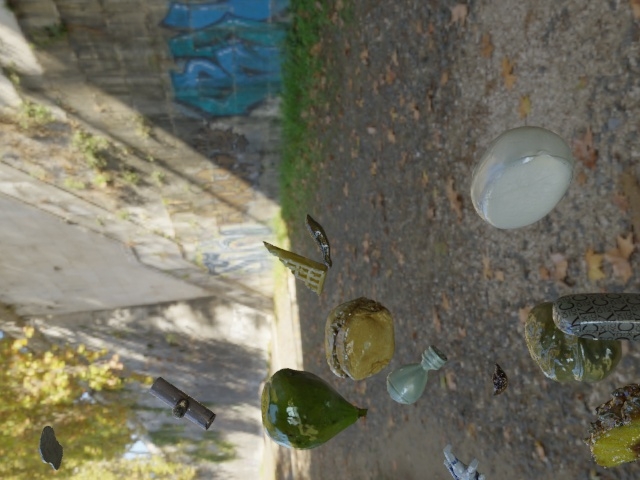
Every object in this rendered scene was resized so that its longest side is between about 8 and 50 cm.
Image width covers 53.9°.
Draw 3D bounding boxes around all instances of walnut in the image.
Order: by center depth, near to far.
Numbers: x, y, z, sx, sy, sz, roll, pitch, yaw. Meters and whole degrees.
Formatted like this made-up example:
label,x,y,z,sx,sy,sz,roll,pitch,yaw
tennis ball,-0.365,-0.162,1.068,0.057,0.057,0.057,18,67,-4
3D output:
label,x,y,z,sx,sy,sz,roll,pitch,yaw
walnut,0.822,0.326,2.055,0.282,0.253,0.276,-17,71,37

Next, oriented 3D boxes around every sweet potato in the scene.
label,x,y,z,sx,sy,sz,roll,pitch,yaw
sweet potato,0.002,0.000,1.613,0.041,0.038,0.153,156,90,-80

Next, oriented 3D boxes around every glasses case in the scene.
label,x,y,z,sx,sy,sz,roll,pitch,yaw
glasses case,0.775,0.191,1.595,0.137,0.355,0.085,-70,-21,-61

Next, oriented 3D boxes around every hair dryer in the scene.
label,x,y,z,sx,sy,sz,roll,pitch,yaw
hair dryer,-0.389,0.434,1.664,0.053,0.195,0.220,-58,-10,-7

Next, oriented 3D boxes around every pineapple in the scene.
label,x,y,z,sx,sy,sz,roll,pitch,yaw
pineapple,0.672,0.354,1.336,0.334,0.161,0.158,-53,13,53

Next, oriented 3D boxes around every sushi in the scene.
label,x,y,z,sx,sy,sz,roll,pitch,yaw
sushi,0.562,0.437,1.979,0.047,0.050,0.099,32,-128,-50

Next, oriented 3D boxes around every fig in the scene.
label,x,y,z,sx,sy,sz,roll,pitch,yaw
fig,-0.028,0.501,1.810,0.233,0.314,0.233,25,-90,-88

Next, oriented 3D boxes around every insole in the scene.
label,x,y,z,sx,sy,sz,roll,pitch,yaw
insole,-0.559,0.433,1.309,0.193,0.006,0.065,105,170,-56

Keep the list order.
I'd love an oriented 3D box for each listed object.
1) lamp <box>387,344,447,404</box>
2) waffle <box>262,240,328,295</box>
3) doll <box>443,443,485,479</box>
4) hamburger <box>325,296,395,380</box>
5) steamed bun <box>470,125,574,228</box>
label,x,y,z,sx,sy,sz,roll,pitch,yaw
lamp,0.266,0.376,1.765,0.193,0.106,0.106,-48,21,12
waffle,-0.076,0.077,1.715,0.125,0.191,0.032,100,-166,-52
doll,0.380,0.606,1.633,0.057,0.114,0.227,-51,-43,-31
hamburger,0.073,0.178,1.137,0.083,0.138,0.147,12,109,50
steamed bun,0.374,-0.125,1.196,0.228,0.177,0.130,92,174,-54
